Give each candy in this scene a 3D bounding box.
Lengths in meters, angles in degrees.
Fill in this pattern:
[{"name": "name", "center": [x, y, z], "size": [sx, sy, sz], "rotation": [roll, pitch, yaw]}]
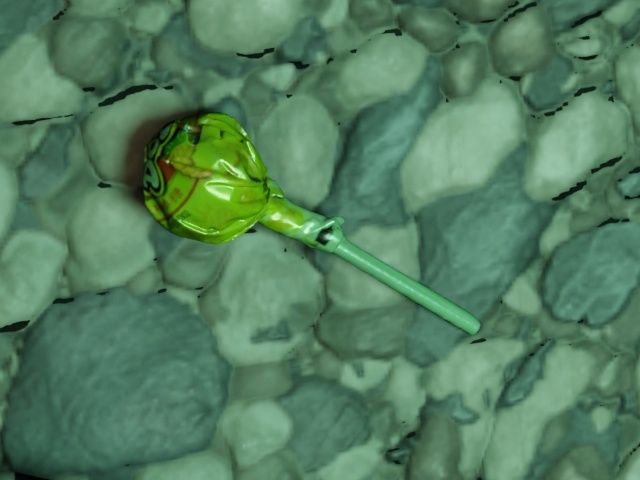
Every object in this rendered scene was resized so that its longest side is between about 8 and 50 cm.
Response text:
[{"name": "candy", "center": [0.000, 0.000, 0.836], "size": [0.194, 0.058, 0.062], "rotation": [29, 62, -23]}]

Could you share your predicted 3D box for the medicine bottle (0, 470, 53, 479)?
[{"name": "medicine bottle", "center": [-0.117, 0.168, 0.811], "size": [0.192, 0.107, 0.107], "rotation": [15, 97, -11]}]
